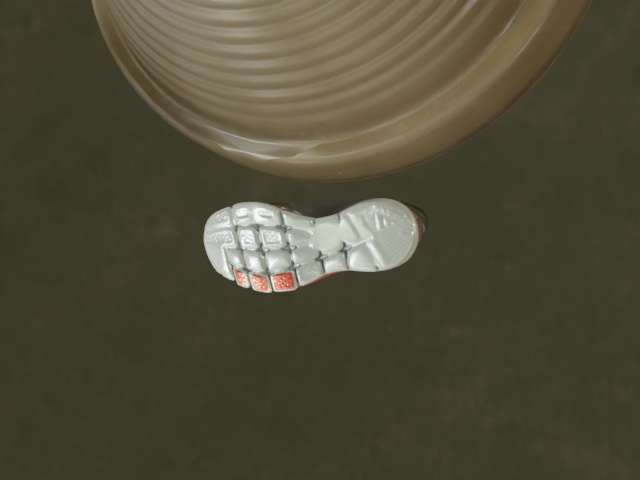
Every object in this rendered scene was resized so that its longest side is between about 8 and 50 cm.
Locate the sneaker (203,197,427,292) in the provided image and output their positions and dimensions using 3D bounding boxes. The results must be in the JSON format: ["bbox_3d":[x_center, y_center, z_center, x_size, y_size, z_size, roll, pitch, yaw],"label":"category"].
[{"bbox_3d":[0.000,0.000,1.306,0.158,0.061,0.065,0,8,23],"label":"sneaker"}]

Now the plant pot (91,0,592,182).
[{"bbox_3d":[-0.008,-0.149,0.780,0.237,0.110,0.237,-5,78,24],"label":"plant pot"}]
